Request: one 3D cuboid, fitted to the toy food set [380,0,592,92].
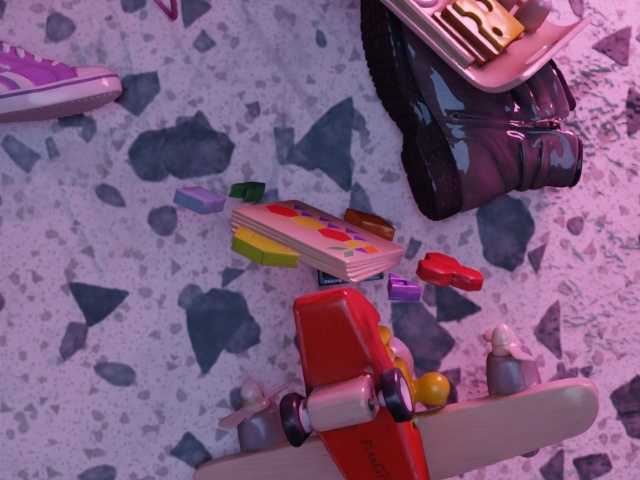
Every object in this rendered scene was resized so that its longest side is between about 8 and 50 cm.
[{"bbox_3d":[0.175,-0.329,1.591,0.306,0.092,0.220,44,43,4],"label":"toy food set"}]

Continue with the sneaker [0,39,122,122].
[{"bbox_3d":[-0.389,-0.225,1.607,0.282,0.102,0.161,-6,86,-5],"label":"sneaker"}]

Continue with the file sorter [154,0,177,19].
[{"bbox_3d":[-0.128,-0.427,1.583,0.290,0.202,0.182,-41,93,-5],"label":"file sorter"}]

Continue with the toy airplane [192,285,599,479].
[{"bbox_3d":[0.084,0.232,1.579,0.386,0.272,0.384,21,125,-13],"label":"toy airplane"}]

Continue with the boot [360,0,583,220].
[{"bbox_3d":[0.191,-0.205,1.664,0.222,0.118,0.338,-18,94,-13],"label":"boot"}]

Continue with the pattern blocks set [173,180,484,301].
[{"bbox_3d":[0.000,0.000,1.543,0.325,0.285,0.026,29,111,36],"label":"pattern blocks set"}]

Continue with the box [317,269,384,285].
[{"bbox_3d":[0.036,0.021,1.675,0.083,0.018,0.067,-5,89,-5],"label":"box"}]
